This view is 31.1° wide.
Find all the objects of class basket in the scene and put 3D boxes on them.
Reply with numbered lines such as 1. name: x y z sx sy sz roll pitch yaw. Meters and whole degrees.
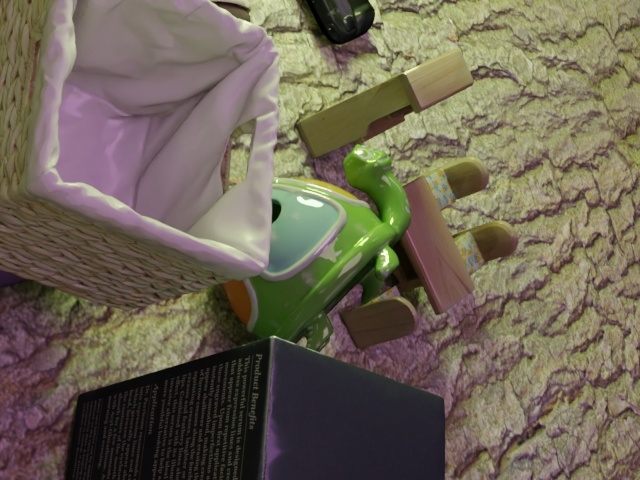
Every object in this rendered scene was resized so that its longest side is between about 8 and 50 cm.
1. basket: -0.250 -0.121 1.369 0.331 0.266 0.328 23 59 -41

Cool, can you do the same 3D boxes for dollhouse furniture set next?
1. dollhouse furniture set: 0.174 -0.081 1.935 0.362 0.256 0.394 -31 97 -47

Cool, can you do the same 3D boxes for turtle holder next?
1. turtle holder: -0.008 0.005 1.692 0.227 0.320 0.243 44 11 6

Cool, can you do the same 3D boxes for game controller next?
1. game controller: -0.005 -0.509 2.071 0.319 0.067 0.166 64 28 -7

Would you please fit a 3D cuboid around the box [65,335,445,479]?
1. box: -0.088 0.289 1.420 0.293 0.395 0.212 25 59 -38

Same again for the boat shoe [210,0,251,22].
1. boat shoe: -0.232 -0.311 1.713 0.324 0.116 0.097 -11 88 -43

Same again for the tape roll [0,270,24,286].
1. tape roll: -0.406 -0.084 1.453 0.274 0.090 0.275 21 60 -42
